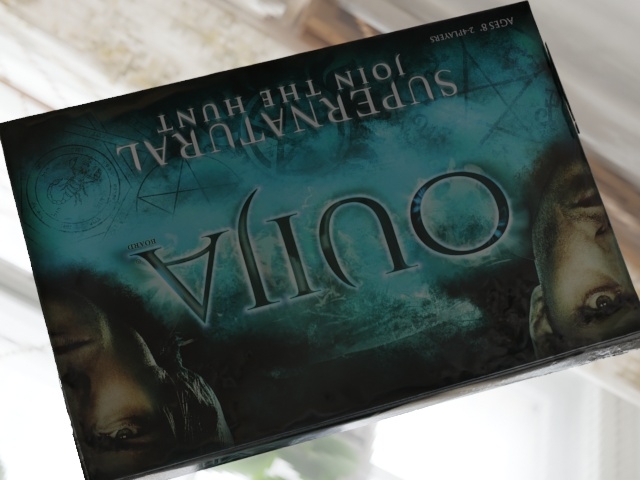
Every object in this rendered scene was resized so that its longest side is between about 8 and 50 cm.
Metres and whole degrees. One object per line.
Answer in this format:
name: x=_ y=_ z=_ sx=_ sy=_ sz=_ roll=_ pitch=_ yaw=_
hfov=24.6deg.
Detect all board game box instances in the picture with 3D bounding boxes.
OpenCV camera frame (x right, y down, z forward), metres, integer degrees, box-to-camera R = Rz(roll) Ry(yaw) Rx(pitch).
board game box: x=0.000 y=0.000 z=0.481 sx=0.026 sy=0.186 sz=0.126 roll=104 pitch=-30 yaw=-71
